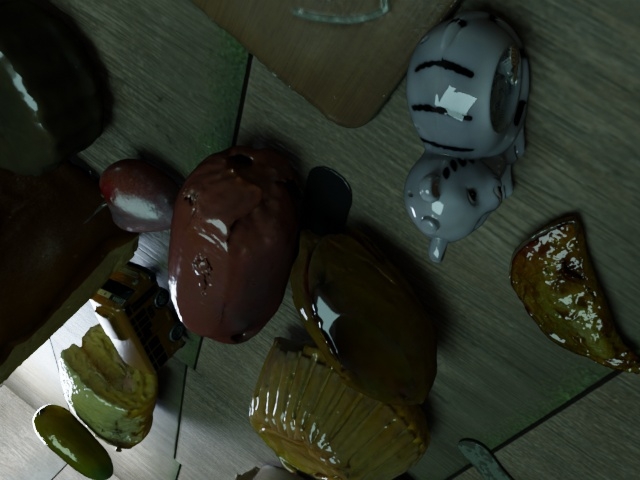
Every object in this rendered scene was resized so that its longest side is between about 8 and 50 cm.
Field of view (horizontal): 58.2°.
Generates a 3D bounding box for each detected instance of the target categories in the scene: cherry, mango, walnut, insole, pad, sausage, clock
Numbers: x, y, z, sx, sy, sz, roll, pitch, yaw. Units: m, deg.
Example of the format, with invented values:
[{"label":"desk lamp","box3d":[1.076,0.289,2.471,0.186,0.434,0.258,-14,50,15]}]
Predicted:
[{"label":"cherry","box3d":[-0.247,-0.057,0.800,0.126,0.087,0.106,21,135,-4]},{"label":"mango","box3d":[-0.597,0.494,1.400,0.237,0.091,0.137,40,155,1]},{"label":"walnut","box3d":[0.049,0.089,0.652,0.245,0.137,0.137,50,142,-10]},{"label":"insole","box3d":[0.000,0.000,0.707,0.080,0.003,0.232,27,141,18]},{"label":"pad","box3d":[-0.015,-0.255,0.450,0.284,0.018,0.286,41,143,0]},{"label":"insole","box3d":[0.263,0.353,0.829,0.193,0.006,0.065,51,143,-12]},{"label":"sausage","box3d":[-0.104,0.014,0.693,0.152,0.152,0.279,31,138,13]},{"label":"clock","box3d":[0.105,-0.078,0.441,0.080,0.117,0.176,14,135,31]}]

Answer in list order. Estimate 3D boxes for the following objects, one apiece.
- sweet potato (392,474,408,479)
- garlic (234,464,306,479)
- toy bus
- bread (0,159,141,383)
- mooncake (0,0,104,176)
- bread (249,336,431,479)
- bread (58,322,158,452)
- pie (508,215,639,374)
[{"label":"sweet potato","box3d":[0.086,0.398,0.991,0.255,0.058,0.078,34,163,16]},{"label":"garlic","box3d":[-0.056,0.622,1.301,0.292,0.210,0.237,15,102,37]},{"label":"toy bus","box3d":[-0.337,0.143,1.056,0.098,0.114,0.201,17,137,28]},{"label":"bread","box3d":[-0.491,-0.006,0.870,0.324,0.333,0.143,38,146,-2]},{"label":"mooncake","box3d":[-0.390,-0.204,0.751,0.228,0.124,0.228,21,134,24]},{"label":"bread","box3d":[0.019,0.258,0.835,0.274,0.149,0.274,26,147,18]},{"label":"bread","box3d":[-0.506,0.378,1.403,0.236,0.165,0.375,42,144,7]},{"label":"pie","box3d":[0.231,0.063,0.545,0.088,0.033,0.191,-8,122,50]}]
